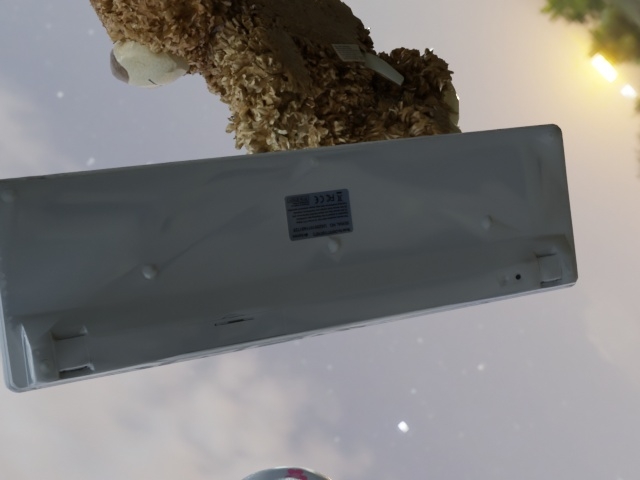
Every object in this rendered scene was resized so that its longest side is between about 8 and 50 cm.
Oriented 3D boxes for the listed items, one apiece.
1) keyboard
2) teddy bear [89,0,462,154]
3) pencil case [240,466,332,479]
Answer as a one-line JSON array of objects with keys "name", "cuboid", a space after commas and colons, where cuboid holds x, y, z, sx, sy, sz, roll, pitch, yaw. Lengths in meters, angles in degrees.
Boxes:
[{"name": "keyboard", "cuboid": [0.000, 0.000, 0.481, 0.256, 0.014, 0.072, -8, -93, -31]}, {"name": "teddy bear", "cuboid": [-0.024, -0.119, 0.932, 0.338, 0.113, 0.245, 15, -143, -34]}, {"name": "pencil case", "cuboid": [0.000, 0.223, 0.791, 0.124, 0.113, 0.273, -1, -178, -12]}]
